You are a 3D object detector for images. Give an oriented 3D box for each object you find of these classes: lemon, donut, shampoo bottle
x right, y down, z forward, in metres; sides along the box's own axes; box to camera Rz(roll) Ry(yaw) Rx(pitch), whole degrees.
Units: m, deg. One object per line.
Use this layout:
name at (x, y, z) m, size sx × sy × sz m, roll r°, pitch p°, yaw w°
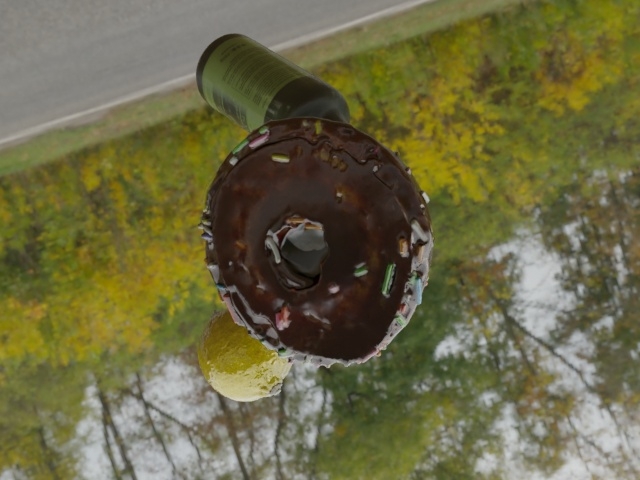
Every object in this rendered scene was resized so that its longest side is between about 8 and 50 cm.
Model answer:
lemon at (-0.088, 0.134, 1.030) m, size 0.109 × 0.133 × 0.109 m, roll -28°, pitch 147°, yaw -21°
donut at (0.000, 0.000, 0.821) m, size 0.235 × 0.235 × 0.089 m, roll -16°, pitch -178°, yaw 25°
shampoo bottle at (-0.038, -0.155, 1.041) m, size 0.101 × 0.101 × 0.284 m, roll -22°, pitch -138°, yaw -31°
